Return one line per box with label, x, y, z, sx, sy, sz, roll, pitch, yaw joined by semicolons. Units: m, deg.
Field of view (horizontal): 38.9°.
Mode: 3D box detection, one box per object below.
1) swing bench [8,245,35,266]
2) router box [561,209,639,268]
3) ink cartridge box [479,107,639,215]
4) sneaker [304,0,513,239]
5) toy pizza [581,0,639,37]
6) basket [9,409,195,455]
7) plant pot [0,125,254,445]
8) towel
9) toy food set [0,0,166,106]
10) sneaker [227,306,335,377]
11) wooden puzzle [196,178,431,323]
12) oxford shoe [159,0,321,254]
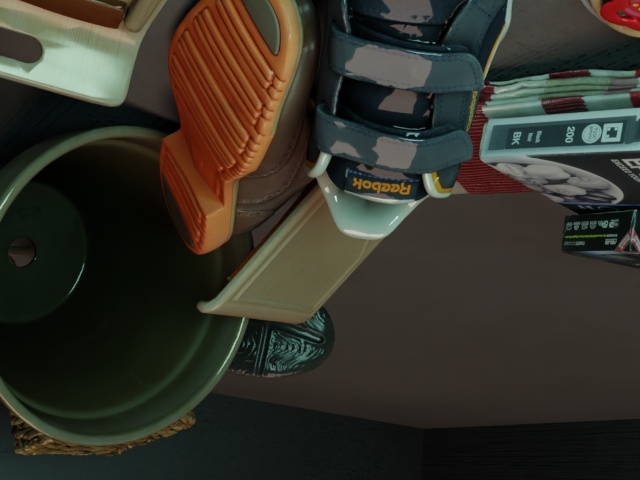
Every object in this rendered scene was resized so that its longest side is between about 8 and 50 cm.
swing bench;-0.484;0.068;1.194;0.165;0.255;0.253;-1;162;19
router box;0.301;0.003;0.840;0.122;0.038;0.092;11;175;-23
ink cartridge box;0.275;-0.058;0.753;0.208;0.045;0.206;0;166;43
sneaker;0.057;-0.107;0.636;0.126;0.128;0.321;11;155;6
toy pizza;0.266;-0.169;0.579;0.201;0.032;0.201;5;163;2
basket;-0.341;0.208;1.446;0.213;0.223;0.299;-22;160;13
plant pot;-0.279;0.032;1.007;0.323;0.323;0.280;21;173;-41
towel;0.228;-0.095;0.831;0.329;0.037;0.237;-2;164;27
toy food set;-0.190;-0.181;0.580;0.219;0.092;0.306;14;161;-25
sneaker;-0.181;0.122;1.508;0.447;0.169;0.257;11;173;10
wooden puzzle;0.000;0.000;0.961;0.238;0.044;0.221;-43;158;12
oxford shoe;-0.051;-0.111;0.783;0.132;0.130;0.364;-22;167;-24
